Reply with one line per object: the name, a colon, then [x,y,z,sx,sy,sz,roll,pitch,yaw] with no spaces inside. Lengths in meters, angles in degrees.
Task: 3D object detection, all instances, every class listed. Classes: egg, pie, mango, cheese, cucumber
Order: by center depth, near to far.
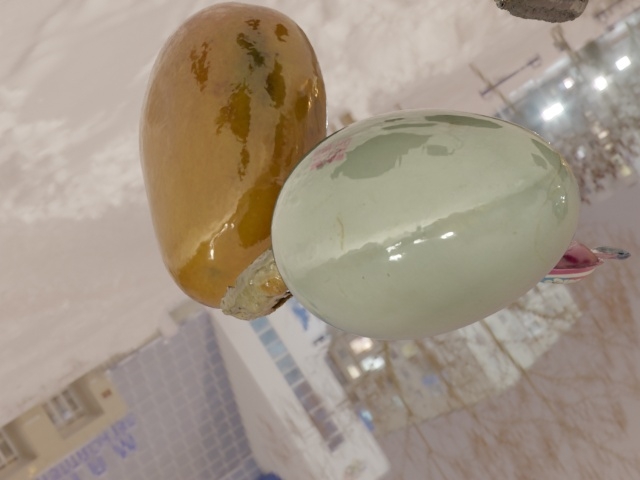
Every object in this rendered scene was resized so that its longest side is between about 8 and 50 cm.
egg: [0.078,-0.014,0.800,0.264,0.183,0.183,-11,-167,36]
cheese: [0.259,0.019,1.041,0.145,0.038,0.095,-8,-169,-33]
pie: [0.000,0.000,1.095,0.274,0.055,0.274,-39,178,-2]
cucumber: [0.293,-0.336,1.358,0.077,0.077,0.265,-32,168,34]
mango: [-0.124,-0.126,1.376,0.232,0.446,0.300,25,145,-37]
